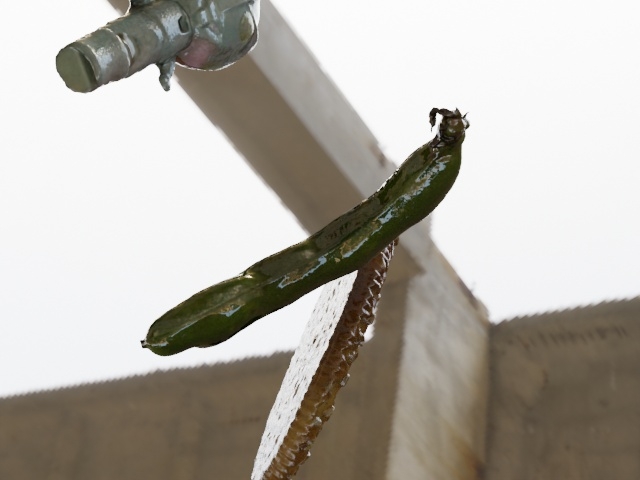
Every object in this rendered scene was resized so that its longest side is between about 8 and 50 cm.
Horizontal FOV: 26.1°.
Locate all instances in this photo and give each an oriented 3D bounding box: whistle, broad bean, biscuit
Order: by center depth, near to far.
[{"bbox_3d":[0.000,0.000,1.042,0.292,0.144,0.049,-36,-108,7],"label":"broad bean"},{"bbox_3d":[0.007,0.105,1.309,0.305,0.038,0.305,-157,-90,-86],"label":"biscuit"},{"bbox_3d":[-0.170,-0.245,1.570,0.134,0.142,0.346,19,-147,25],"label":"whistle"}]
